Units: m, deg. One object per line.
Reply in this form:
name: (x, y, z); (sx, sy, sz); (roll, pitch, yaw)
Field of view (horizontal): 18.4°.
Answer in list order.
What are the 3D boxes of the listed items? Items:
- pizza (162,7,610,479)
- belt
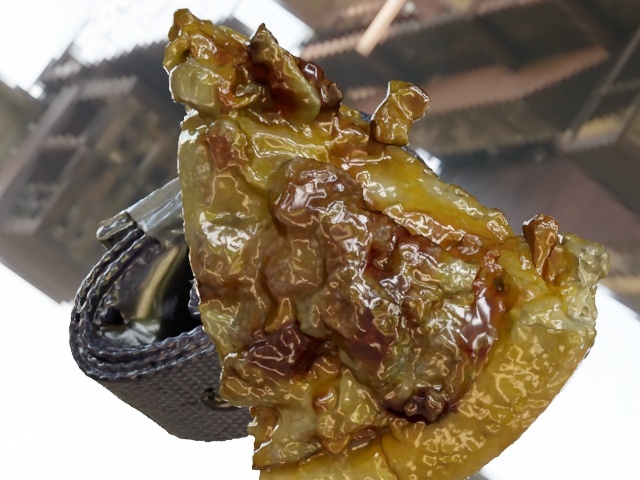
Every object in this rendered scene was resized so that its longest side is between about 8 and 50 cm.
pizza: (-0.001, 0.001, 0.683); (0.154, 0.069, 0.194); (-37, -94, 31)
belt: (-0.026, 0.026, 1.159); (0.126, 0.230, 0.139); (42, 20, -46)
